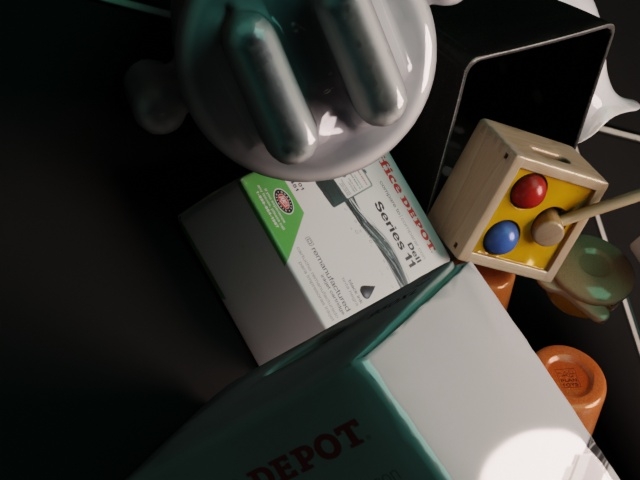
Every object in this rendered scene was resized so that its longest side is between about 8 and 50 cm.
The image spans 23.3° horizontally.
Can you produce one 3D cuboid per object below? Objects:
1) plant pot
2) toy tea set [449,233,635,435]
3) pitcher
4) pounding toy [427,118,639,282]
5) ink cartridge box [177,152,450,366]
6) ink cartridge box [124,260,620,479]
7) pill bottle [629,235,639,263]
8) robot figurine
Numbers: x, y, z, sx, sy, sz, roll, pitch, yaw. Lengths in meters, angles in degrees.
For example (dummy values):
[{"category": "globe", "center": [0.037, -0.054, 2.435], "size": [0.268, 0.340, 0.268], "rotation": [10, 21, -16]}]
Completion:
[{"category": "plant pot", "center": [0.135, -0.151, 1.475], "size": [0.187, 0.188, 0.167], "rotation": [-18, 48, -34]}, {"category": "toy tea set", "center": [0.188, 0.079, 1.494], "size": [0.200, 0.124, 0.336], "rotation": [22, 47, 3]}, {"category": "pitcher", "center": [0.246, -0.195, 1.716], "size": [0.178, 0.125, 0.207], "rotation": [-42, 109, -36]}, {"category": "pounding toy", "center": [0.198, -0.032, 1.393], "size": [0.141, 0.130, 0.100], "rotation": [14, 25, -31]}, {"category": "ink cartridge box", "center": [0.000, 0.000, 1.333], "size": [0.208, 0.087, 0.153], "rotation": [-29, 88, -52]}, {"category": "ink cartridge box", "center": [0.079, 0.255, 1.087], "size": [0.395, 0.285, 0.166], "rotation": [55, 39, -2]}, {"category": "pill bottle", "center": [0.429, 0.107, 1.449], "size": [0.181, 0.181, 0.323], "rotation": [-20, 74, -51]}, {"category": "robot figurine", "center": [-0.021, -0.168, 1.259], "size": [0.353, 0.300, 0.199], "rotation": [-108, 178, -71]}]
